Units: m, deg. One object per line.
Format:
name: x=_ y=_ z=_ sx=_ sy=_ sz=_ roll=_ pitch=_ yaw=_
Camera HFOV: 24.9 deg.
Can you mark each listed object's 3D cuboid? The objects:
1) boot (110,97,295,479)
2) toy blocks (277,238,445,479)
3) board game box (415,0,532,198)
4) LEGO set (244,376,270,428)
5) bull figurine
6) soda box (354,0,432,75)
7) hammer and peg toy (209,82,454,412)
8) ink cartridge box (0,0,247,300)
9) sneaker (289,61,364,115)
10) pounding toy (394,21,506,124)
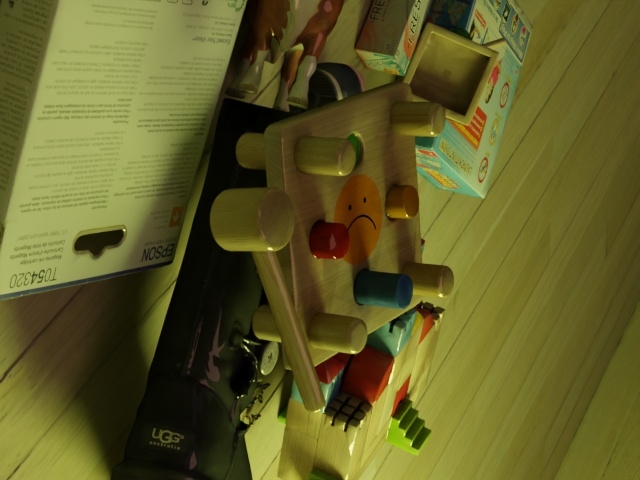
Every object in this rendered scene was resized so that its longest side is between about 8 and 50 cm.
boot: x=-0.098 y=0.107 z=1.639 sx=0.367 sy=0.146 sz=0.445 roll=86 pitch=15 yaw=-72
toy blocks: x=0.064 y=0.156 z=1.919 sx=0.381 sy=0.191 sz=0.260 roll=-48 pitch=154 yaw=-49
board game box: x=0.217 y=-0.248 z=2.234 sx=0.308 sy=0.086 sz=0.301 roll=32 pitch=74 yaw=-66
LEGO set: x=-0.090 y=0.205 z=1.873 sx=0.054 sy=0.023 sz=0.083 roll=-23 pitch=137 yaw=-59
bull figurine: x=-0.033 y=-0.237 z=1.540 sx=0.310 sy=0.101 sz=0.188 roll=-169 pitch=-84 yaw=-87
soda box: x=0.110 y=-0.320 z=1.979 sx=0.183 sy=0.063 sz=0.058 roll=-70 pitch=156 yaw=-15
hammer and peg toy: x=0.000 y=0.000 z=1.466 sx=0.361 sy=0.127 sz=0.265 roll=-27 pitch=117 yaw=-52
ink cartridge box: x=-0.201 y=-0.123 z=1.359 sx=0.324 sy=0.071 sz=0.330 roll=-11 pitch=122 yaw=-65
sneaker: x=0.014 y=-0.069 z=1.836 sx=0.131 sy=0.112 sz=0.319 roll=-28 pitch=129 yaw=-57
pounding toy: x=0.186 y=-0.244 z=2.036 sx=0.100 sy=0.130 sz=0.141 roll=-129 pitch=-118 yaw=-82
